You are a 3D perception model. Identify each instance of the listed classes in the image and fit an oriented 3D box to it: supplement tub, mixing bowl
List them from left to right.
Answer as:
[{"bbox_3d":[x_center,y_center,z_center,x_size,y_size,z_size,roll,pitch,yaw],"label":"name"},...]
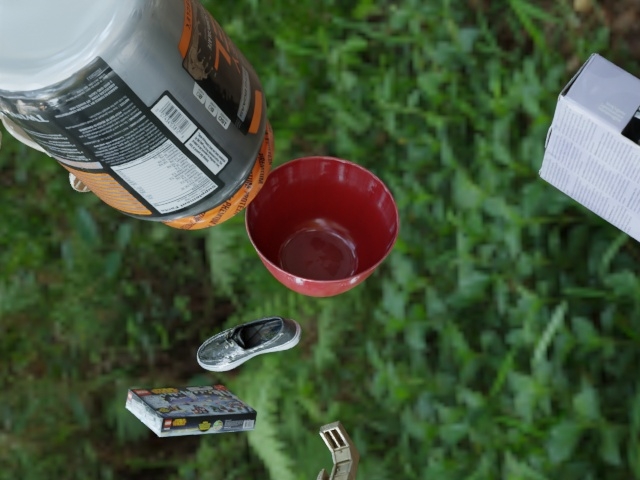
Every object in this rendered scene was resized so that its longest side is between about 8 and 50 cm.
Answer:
[{"bbox_3d":[-0.182,-0.150,1.485,0.338,0.207,0.207,48,-154,-58],"label":"supplement tub"},{"bbox_3d":[0.000,0.000,1.843,0.098,0.182,0.181,96,163,-55],"label":"mixing bowl"}]

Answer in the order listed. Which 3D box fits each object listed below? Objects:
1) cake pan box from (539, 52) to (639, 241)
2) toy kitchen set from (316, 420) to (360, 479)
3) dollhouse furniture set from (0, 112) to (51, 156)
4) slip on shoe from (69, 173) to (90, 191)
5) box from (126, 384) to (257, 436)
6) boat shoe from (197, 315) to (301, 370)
[{"bbox_3d":[0.353,-0.065,1.602,0.070,0.246,0.267,-55,-13,-12],"label":"cake pan box"},{"bbox_3d":[0.010,0.341,2.384,0.075,0.068,0.083,60,-156,-23],"label":"toy kitchen set"},{"bbox_3d":[-0.507,-0.201,2.370,0.356,0.174,0.303,34,126,29],"label":"dollhouse furniture set"},{"bbox_3d":[-0.300,-0.125,2.132,0.135,0.051,0.041,-48,39,26],"label":"slip on shoe"},{"bbox_3d":[-0.161,0.211,1.923,0.094,0.137,0.027,28,112,51],"label":"box"},{"bbox_3d":[-0.092,0.119,1.858,0.040,0.142,0.049,38,-141,-54],"label":"boat shoe"}]
